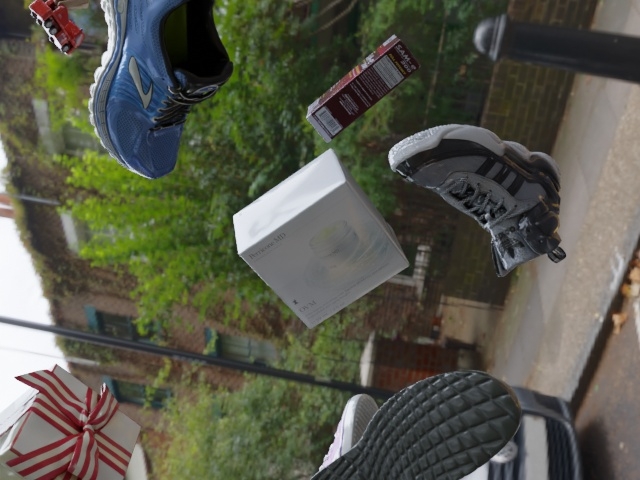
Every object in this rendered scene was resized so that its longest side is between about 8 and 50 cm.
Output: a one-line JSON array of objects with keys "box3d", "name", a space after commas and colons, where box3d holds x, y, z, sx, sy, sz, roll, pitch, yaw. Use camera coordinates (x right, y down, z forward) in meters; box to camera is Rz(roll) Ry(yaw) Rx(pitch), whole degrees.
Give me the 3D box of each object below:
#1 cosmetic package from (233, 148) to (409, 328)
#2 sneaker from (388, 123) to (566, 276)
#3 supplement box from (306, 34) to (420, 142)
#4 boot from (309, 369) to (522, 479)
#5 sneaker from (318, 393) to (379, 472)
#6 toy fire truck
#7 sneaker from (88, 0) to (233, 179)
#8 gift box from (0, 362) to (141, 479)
[{"box3d": [0.000, 0.000, 1.274, 0.225, 0.224, 0.138, 50, -168, -31], "name": "cosmetic package"}, {"box3d": [0.207, -0.043, 0.860, 0.101, 0.268, 0.153, -37, 53, 49], "name": "sneaker"}, {"box3d": [0.084, -0.313, 1.445, 0.239, 0.073, 0.130, -38, 15, 13], "name": "supplement box"}, {"box3d": [0.104, 0.180, 0.663, 0.246, 0.083, 0.161, -44, -19, 31], "name": "boot"}, {"box3d": [0.017, 0.408, 1.229, 0.102, 0.161, 0.282, 30, -119, -43], "name": "sneaker"}, {"box3d": [-0.525, -0.486, 1.460, 0.135, 0.047, 0.192, -45, -16, -11], "name": "toy fire truck"}, {"box3d": [-0.196, -0.199, 0.881, 0.129, 0.147, 0.330, -37, -25, -39], "name": "sneaker"}, {"box3d": [-0.519, 0.406, 1.316, 0.258, 0.276, 0.255, -37, 27, 19], "name": "gift box"}]
